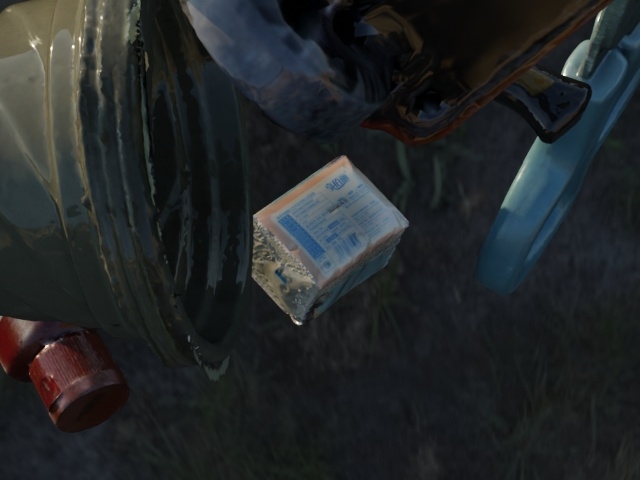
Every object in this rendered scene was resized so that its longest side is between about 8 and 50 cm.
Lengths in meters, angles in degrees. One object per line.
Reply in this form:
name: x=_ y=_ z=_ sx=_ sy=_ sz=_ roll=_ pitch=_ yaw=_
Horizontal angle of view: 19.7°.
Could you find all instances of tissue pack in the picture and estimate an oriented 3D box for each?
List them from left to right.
tissue pack: x=0.000 y=0.000 z=1.209 sx=0.094 sy=0.059 sz=0.074 roll=-34 pitch=76 yaw=-36

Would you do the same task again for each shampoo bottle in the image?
shampoo bottle: x=-0.267 y=0.022 z=1.599 sx=0.118 sy=0.076 sz=0.314 roll=-46 pitch=62 yaw=28

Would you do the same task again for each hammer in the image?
hammer: x=0.013 y=-0.098 z=0.705 sx=0.201 sy=0.021 sz=0.078 roll=28 pitch=72 yaw=6

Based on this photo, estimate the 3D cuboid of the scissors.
scissors: x=0.144 y=-0.108 z=0.873 sx=0.029 sy=0.447 sz=0.192 roll=31 pitch=73 yaw=9

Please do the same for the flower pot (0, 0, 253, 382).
flower pot: x=-0.122 y=-0.040 z=0.937 sx=0.140 sy=0.235 sz=0.235 roll=-8 pitch=69 yaw=8

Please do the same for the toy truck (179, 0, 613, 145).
toy truck: x=-0.035 y=-0.122 z=0.276 sx=0.107 sy=0.252 sz=0.114 roll=-38 pitch=42 yaw=22
